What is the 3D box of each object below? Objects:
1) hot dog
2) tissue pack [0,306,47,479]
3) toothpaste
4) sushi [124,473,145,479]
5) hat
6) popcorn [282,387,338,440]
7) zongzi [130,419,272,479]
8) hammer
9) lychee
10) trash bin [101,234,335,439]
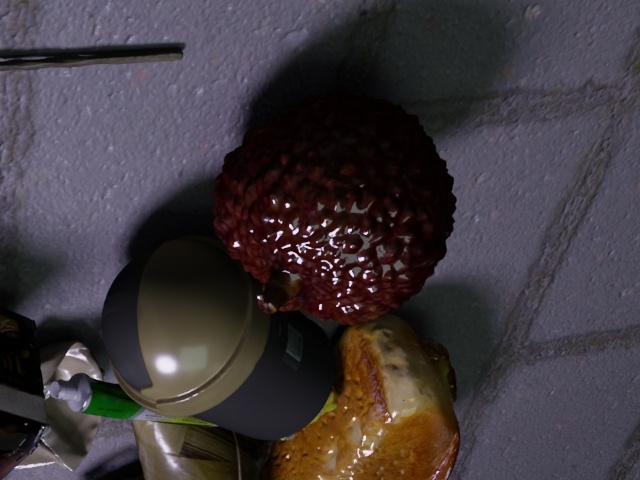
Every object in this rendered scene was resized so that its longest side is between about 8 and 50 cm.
[{"bbox_3d":[0.069,0.289,1.940,0.223,0.185,0.405,12,129,-36],"label":"hot dog"},{"bbox_3d":[-0.489,0.149,1.436,0.210,0.198,0.370,-44,134,18],"label":"tissue pack"},{"bbox_3d":[-0.232,0.200,1.680,0.248,0.078,0.046,17,99,-44],"label":"toothpaste"},{"bbox_3d":[-0.242,0.414,1.953,0.139,0.131,0.291,-23,143,16],"label":"sushi"},{"bbox_3d":[-0.376,0.196,1.688,0.144,0.173,0.166,-45,136,-51],"label":"hat"},{"bbox_3d":[-0.054,0.199,1.817,0.145,0.126,0.126,-25,109,-7],"label":"popcorn"},{"bbox_3d":[-0.198,0.338,1.798,0.145,0.273,0.300,-12,147,32],"label":"zongzi"},{"bbox_3d":[-0.275,-0.178,1.339,0.292,0.029,0.058,-8,141,-24],"label":"hammer"},{"bbox_3d":[0.013,-0.028,1.479,0.300,0.264,0.264,-51,153,-30],"label":"lychee"},{"bbox_3d":[-0.132,0.118,1.617,0.214,0.214,0.334,-35,150,11],"label":"trash bin"}]
